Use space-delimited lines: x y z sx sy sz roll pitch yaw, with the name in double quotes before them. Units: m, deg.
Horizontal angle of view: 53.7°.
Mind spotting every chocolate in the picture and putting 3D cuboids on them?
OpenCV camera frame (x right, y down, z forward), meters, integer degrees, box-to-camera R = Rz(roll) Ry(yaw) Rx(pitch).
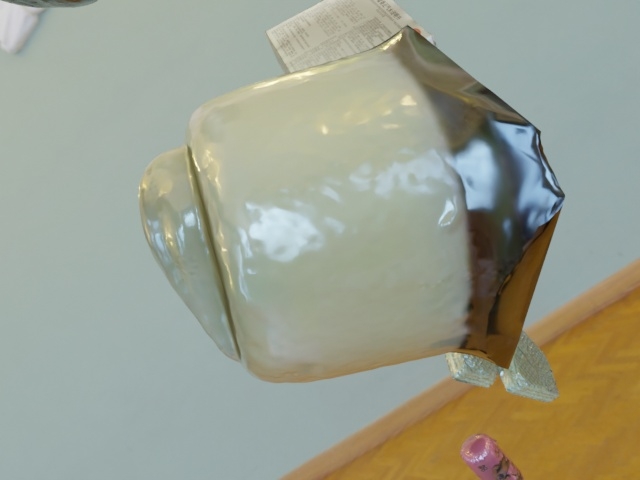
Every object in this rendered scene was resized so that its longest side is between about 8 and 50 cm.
"chocolate" 0.000 0.000 0.605 0.297 0.326 0.314 -24 -39 -17

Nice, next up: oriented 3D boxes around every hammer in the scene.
"hammer" 0.185 0.241 0.675 0.043 0.083 0.043 -36 20 15

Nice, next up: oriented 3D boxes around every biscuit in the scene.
"biscuit" 0.301 0.190 1.075 0.046 0.250 0.147 -45 38 36

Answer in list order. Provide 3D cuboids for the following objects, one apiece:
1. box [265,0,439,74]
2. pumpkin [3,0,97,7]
"box" 0.042 -0.233 0.819 0.168 0.095 0.212 -29 44 3
"pumpkin" -0.300 -0.367 0.619 0.232 0.324 0.242 -6 -21 19
